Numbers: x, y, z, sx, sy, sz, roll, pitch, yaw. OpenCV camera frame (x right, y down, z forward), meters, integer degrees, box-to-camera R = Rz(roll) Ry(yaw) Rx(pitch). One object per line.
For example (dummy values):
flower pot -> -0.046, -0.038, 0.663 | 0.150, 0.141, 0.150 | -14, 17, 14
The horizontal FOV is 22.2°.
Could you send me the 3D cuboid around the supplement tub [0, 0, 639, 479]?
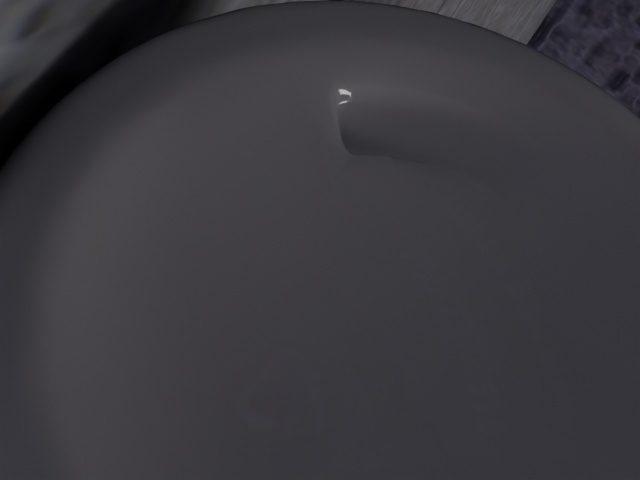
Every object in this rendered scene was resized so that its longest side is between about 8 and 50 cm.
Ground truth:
supplement tub -> -0.016, 0.102, 0.557 | 0.241, 0.241, 0.331 | -53, 175, -31
